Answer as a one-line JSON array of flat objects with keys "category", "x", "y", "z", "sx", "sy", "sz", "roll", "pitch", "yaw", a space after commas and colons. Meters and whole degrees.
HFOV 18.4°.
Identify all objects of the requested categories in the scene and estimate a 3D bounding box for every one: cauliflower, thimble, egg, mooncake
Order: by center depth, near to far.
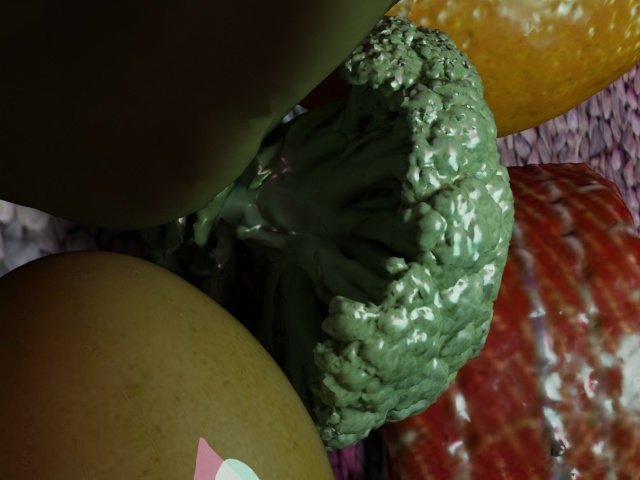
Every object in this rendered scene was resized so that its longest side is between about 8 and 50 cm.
[{"category": "mooncake", "x": -0.131, "y": -0.249, "z": 1.025, "sx": 0.262, "sy": 0.467, "sz": 0.467, "roll": -44, "pitch": 123, "yaw": -50}, {"category": "egg", "x": -0.115, "y": 0.162, "z": 1.186, "sx": 0.250, "sy": 0.250, "sz": 0.322, "roll": -29, "pitch": 105, "yaw": -57}, {"category": "cauliflower", "x": 0.000, "y": 0.000, "z": 1.309, "sx": 0.272, "sy": 0.250, "sz": 0.275, "roll": 96, "pitch": 14, "yaw": -70}, {"category": "thimble", "x": 0.153, "y": 0.114, "z": 1.576, "sx": 0.350, "sy": 0.230, "sz": 0.350, "roll": 172, "pitch": -90, "yaw": -90}]

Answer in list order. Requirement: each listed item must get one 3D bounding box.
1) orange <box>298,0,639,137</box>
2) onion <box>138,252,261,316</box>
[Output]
[{"category": "orange", "x": 0.083, "y": -0.282, "z": 1.453, "sx": 0.326, "sy": 0.424, "sz": 0.424, "roll": -109, "pitch": -172, "yaw": -79}, {"category": "onion", "x": -0.060, "y": 0.075, "z": 1.444, "sx": 0.206, "sy": 0.098, "sz": 0.151, "roll": 4, "pitch": 81, "yaw": -60}]
